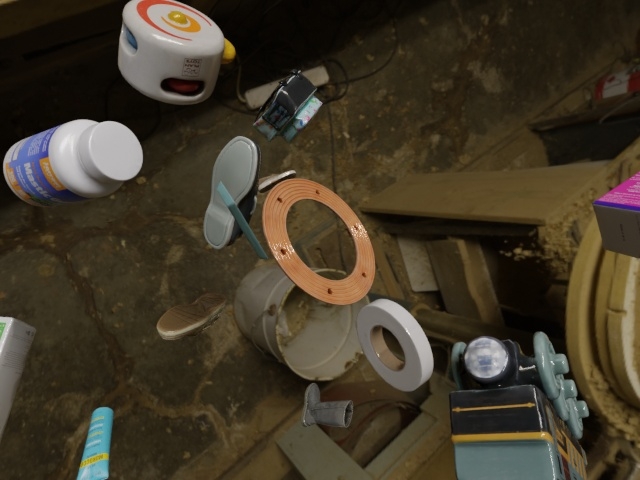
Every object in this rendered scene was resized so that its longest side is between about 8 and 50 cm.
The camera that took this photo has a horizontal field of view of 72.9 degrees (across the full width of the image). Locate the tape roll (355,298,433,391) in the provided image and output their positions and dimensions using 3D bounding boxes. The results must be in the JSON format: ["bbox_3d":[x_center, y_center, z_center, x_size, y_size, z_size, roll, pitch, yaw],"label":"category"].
[{"bbox_3d":[0.297,0.433,1.804,0.071,0.391,0.393,-22,102,-30],"label":"tape roll"}]

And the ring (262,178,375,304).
[{"bbox_3d":[0.000,0.000,1.041,0.336,0.032,0.337,24,49,-30],"label":"ring"}]

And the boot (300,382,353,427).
[{"bbox_3d":[0.030,0.635,1.682,0.076,0.208,0.190,39,42,-32],"label":"boot"}]

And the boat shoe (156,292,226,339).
[{"bbox_3d":[-0.394,0.252,1.346,0.109,0.302,0.098,19,105,12],"label":"boat shoe"}]

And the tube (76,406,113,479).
[{"bbox_3d":[-0.559,0.518,1.086,0.080,0.207,0.052,-26,124,-4],"label":"tube"}]

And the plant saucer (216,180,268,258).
[{"bbox_3d":[-0.151,-0.031,0.845,0.018,0.067,0.192,-32,144,-9],"label":"plant saucer"}]

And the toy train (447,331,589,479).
[{"bbox_3d":[0.260,0.249,0.550,0.334,0.142,0.191,46,41,-40],"label":"toy train"}]

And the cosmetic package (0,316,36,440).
[{"bbox_3d":[-0.944,0.394,1.160,0.196,0.155,0.366,5,65,-6],"label":"cosmetic package"}]

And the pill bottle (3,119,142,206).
[{"bbox_3d":[-0.492,-0.155,0.871,0.152,0.271,0.153,13,75,-58],"label":"pill bottle"}]

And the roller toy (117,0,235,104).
[{"bbox_3d":[-0.291,-0.380,0.861,0.209,0.146,0.191,26,42,-8],"label":"roller toy"}]

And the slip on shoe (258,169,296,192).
[{"bbox_3d":[-0.145,-0.200,1.404,0.135,0.051,0.041,-27,70,0],"label":"slip on shoe"}]

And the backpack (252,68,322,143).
[{"bbox_3d":[-0.131,-0.484,1.639,0.191,0.253,0.225,45,47,-17],"label":"backpack"}]

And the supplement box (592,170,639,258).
[{"bbox_3d":[0.656,-0.071,0.827,0.219,0.114,0.111,-30,110,-8],"label":"supplement box"}]

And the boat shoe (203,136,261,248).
[{"bbox_3d":[-0.203,-0.117,1.050,0.114,0.303,0.091,40,34,15],"label":"boat shoe"}]
